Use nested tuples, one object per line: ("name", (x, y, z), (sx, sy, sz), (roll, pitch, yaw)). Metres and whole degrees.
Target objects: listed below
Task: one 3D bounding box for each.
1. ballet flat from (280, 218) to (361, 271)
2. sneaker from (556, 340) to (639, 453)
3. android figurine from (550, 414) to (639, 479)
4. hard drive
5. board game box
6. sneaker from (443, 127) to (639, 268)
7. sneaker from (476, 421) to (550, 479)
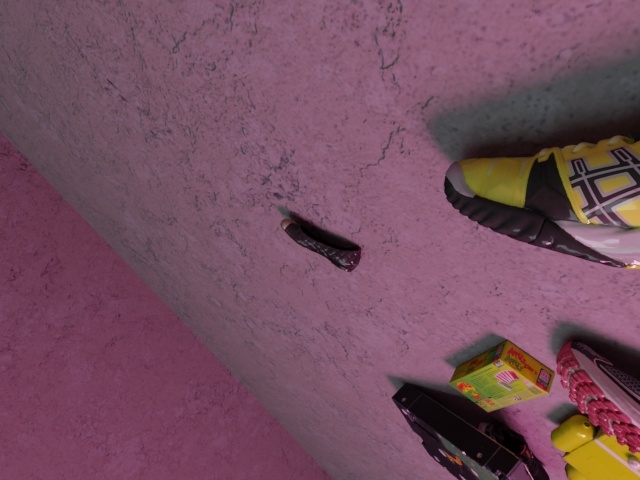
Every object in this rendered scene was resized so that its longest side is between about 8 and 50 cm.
("ballet flat", (0.000, 0.000, 0.806), (0.173, 0.057, 0.049), (30, 106, 15))
("sneaker", (0.459, 0.241, 0.558), (0.299, 0.112, 0.121), (40, 168, 29))
("android figurine", (0.516, 0.385, 0.690), (0.248, 0.056, 0.273), (40, 152, 26))
("hard drive", (0.323, 0.475, 0.936), (0.237, 0.064, 0.339), (57, 163, -20))
("board game box", (0.320, 0.251, 0.771), (0.092, 0.043, 0.181), (36, 148, 8))
("sneaker", (0.294, -0.046, 0.377), (0.385, 0.145, 0.147), (20, 105, 44))
("sneaker", (0.419, 0.461, 0.903), (0.178, 0.072, 0.077), (39, 147, 1))
